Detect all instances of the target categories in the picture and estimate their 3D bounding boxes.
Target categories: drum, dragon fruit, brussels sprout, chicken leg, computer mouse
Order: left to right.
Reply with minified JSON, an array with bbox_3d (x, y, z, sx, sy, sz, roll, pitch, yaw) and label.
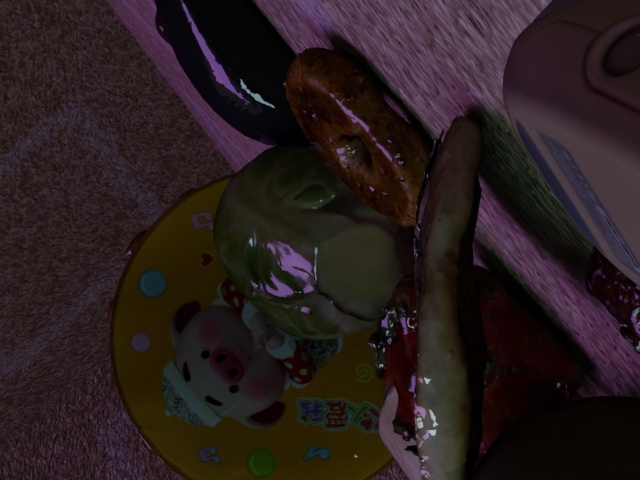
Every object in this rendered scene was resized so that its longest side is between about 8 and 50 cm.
[{"bbox_3d":[-0.096,-0.194,1.530,0.269,0.100,0.170,50,174,-12],"label":"computer mouse"},{"bbox_3d":[-0.054,0.119,1.772,0.431,0.431,0.214,50,175,0],"label":"drum"},{"bbox_3d":[0.000,0.000,1.499,0.244,0.244,0.244,49,176,5],"label":"brussels sprout"},{"bbox_3d":[0.136,0.149,1.375,0.200,0.269,0.198,14,-144,1],"label":"dragon fruit"},{"bbox_3d":[0.232,0.079,0.818,0.219,0.048,0.089,48,179,21],"label":"chicken leg"},{"bbox_3d":[0.155,-0.018,0.507,0.145,0.082,0.236,51,178,-29],"label":"computer mouse"}]

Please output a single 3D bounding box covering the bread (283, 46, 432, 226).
[{"bbox_3d":[0.044,-0.092,1.241,0.193,0.064,0.193,47,170,12],"label":"bread"}]

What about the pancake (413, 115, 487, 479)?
[{"bbox_3d":[0.092,0.044,1.008,0.282,0.049,0.282,1,-90,-81],"label":"pancake"}]

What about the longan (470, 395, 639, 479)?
[{"bbox_3d":[0.238,0.262,0.947,0.350,0.288,0.288,57,177,7],"label":"longan"}]

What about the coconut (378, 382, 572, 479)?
[{"bbox_3d":[0.178,0.210,1.569,0.222,0.202,0.202,51,177,34],"label":"coconut"}]
